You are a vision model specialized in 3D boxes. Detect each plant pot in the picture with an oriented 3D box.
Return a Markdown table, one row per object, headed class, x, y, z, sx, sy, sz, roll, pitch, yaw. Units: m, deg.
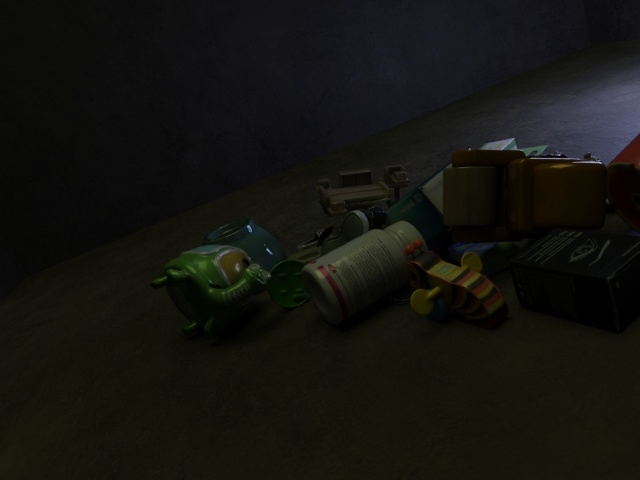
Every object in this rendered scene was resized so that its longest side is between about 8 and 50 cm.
| class | x | y | z | sx | sy | sz | roll | pitch | yaw |
| --- | --- | --- | --- | --- | --- | --- | --- | --- | --- |
| plant pot | 0.736 | -0.139 | 1.060 | 0.243 | 0.275 | 0.275 | -33 | 19 | -1 |
| plant pot | -0.265 | 0.047 | 1.719 | 0.293 | 0.196 | 0.293 | -19 | 18 | 6 |

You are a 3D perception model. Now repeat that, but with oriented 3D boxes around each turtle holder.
| class | x | y | z | sx | sy | sz | roll | pitch | yaw |
| --- | --- | --- | --- | --- | --- | --- | --- | --- | --- |
| turtle holder | -0.289 | 0.109 | 1.443 | 0.227 | 0.243 | 0.320 | -37 | -8 | -36 |

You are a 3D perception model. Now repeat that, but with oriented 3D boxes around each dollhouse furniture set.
| class | x | y | z | sx | sy | sz | roll | pitch | yaw |
| --- | --- | --- | --- | --- | --- | --- | --- | --- | --- |
| dollhouse furniture set | 0.155 | -0.093 | 1.591 | 0.304 | 0.173 | 0.355 | -8 | 21 | -5 |

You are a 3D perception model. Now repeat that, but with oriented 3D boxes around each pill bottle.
| class | x | y | z | sx | sy | sz | roll | pitch | yaw |
| --- | --- | --- | --- | --- | --- | --- | --- | --- | --- |
| pill bottle | 0.112 | 0.071 | 1.279 | 0.283 | 0.160 | 0.160 | -28 | 19 | -18 |

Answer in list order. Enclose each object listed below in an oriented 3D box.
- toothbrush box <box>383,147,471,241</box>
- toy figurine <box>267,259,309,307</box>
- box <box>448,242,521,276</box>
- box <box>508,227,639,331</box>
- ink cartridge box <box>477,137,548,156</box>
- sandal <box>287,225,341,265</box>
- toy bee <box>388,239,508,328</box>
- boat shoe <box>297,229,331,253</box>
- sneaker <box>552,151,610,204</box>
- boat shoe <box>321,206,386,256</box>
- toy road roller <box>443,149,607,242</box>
| class | x | y | z | sx | sy | sz | roll | pitch | yaw |
| --- | --- | --- | --- | --- | --- | --- | --- | --- | --- |
| toothbrush box | 0.284 | -0.087 | 1.402 | 0.216 | 0.126 | 0.295 | -38 | 0 | -30 |
| toy figurine | -0.085 | 0.113 | 1.496 | 0.173 | 0.130 | 0.159 | -4 | 2 | -19 |
| box | 0.390 | 0.028 | 1.280 | 0.109 | 0.042 | 0.178 | -23 | 19 | -7 |
| box | 0.483 | 0.063 | 0.967 | 0.153 | 0.108 | 0.207 | -29 | 20 | -22 |
| ink cartridge box | 0.689 | -0.327 | 1.946 | 0.235 | 0.056 | 0.171 | -6 | 23 | 45 |
| sandal | 0.032 | 0.005 | 1.666 | 0.303 | 0.086 | 0.120 | -23 | 18 | -25 |
| toy bee | 0.234 | 0.085 | 1.104 | 0.298 | 0.162 | 0.195 | -7 | 25 | 38 |
| boat shoe | 0.000 | 0.000 | 1.765 | 0.184 | 0.063 | 0.066 | -29 | 19 | -21 |
| sneaker | 0.680 | -0.161 | 1.331 | 0.105 | 0.115 | 0.281 | -16 | 21 | -25 |
| boat shoe | 0.089 | 0.008 | 1.458 | 0.091 | 0.114 | 0.302 | -17 | -16 | -28 |
| toy road roller | 0.451 | -0.097 | 1.142 | 0.330 | 0.202 | 0.240 | -2 | 4 | -17 |
